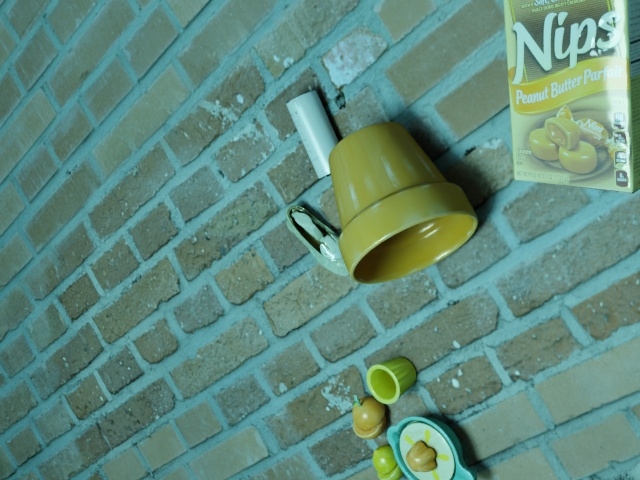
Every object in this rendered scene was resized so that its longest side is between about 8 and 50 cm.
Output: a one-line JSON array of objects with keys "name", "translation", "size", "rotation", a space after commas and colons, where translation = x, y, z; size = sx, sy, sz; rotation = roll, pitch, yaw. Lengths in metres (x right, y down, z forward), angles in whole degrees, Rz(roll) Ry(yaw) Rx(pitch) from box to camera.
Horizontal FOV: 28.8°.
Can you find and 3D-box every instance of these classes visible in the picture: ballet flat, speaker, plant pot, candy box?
[{"name": "ballet flat", "translation": [0.000, 0.000, 2.064], "size": [0.168, 0.057, 0.052], "rotation": [38, 165, 26]}, {"name": "speaker", "translation": [-0.005, -0.169, 2.003], "size": [0.055, 0.055, 0.136], "rotation": [-24, 91, 46]}, {"name": "plant pot", "translation": [0.103, -0.065, 1.861], "size": [0.205, 0.205, 0.188], "rotation": [-45, 60, 44]}, {"name": "candy box", "translation": [0.340, -0.230, 1.629], "size": [0.183, 0.088, 0.316], "rotation": [9, 114, 41]}]

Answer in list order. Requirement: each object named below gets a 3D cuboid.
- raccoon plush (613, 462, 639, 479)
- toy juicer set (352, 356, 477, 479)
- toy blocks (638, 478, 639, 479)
[{"name": "raccoon plush", "translation": [0.443, 0.569, 1.782], "size": [0.446, 0.299, 0.216], "rotation": [-45, 32, 5]}, {"name": "toy juicer set", "translation": [0.160, 0.368, 2.055], "size": [0.329, 0.089, 0.209], "rotation": [50, 134, 15]}, {"name": "toy blocks", "translation": [0.539, 0.442, 1.558], "size": [0.309, 0.260, 0.288], "rotation": [2, 128, 42]}]
